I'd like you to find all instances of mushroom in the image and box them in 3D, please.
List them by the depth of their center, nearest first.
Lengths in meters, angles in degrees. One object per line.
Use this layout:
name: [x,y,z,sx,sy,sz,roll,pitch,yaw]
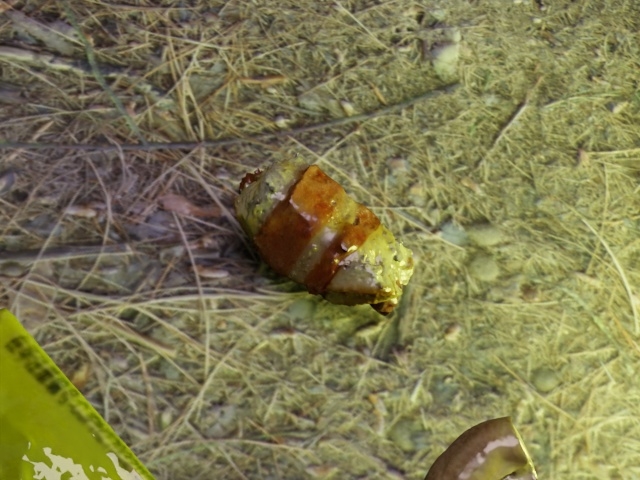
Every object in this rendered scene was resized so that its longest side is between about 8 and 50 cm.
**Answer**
mushroom: [0.158,0.304,1.064,0.151,0.156,0.286,-17,64,-8]

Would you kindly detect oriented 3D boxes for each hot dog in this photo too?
hot dog: [0.000,0.000,1.297,0.213,0.103,0.146,44,30,8]

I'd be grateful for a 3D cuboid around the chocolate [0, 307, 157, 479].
chocolate: [-0.288,0.245,0.963,0.288,0.137,0.301,-31,67,-35]
